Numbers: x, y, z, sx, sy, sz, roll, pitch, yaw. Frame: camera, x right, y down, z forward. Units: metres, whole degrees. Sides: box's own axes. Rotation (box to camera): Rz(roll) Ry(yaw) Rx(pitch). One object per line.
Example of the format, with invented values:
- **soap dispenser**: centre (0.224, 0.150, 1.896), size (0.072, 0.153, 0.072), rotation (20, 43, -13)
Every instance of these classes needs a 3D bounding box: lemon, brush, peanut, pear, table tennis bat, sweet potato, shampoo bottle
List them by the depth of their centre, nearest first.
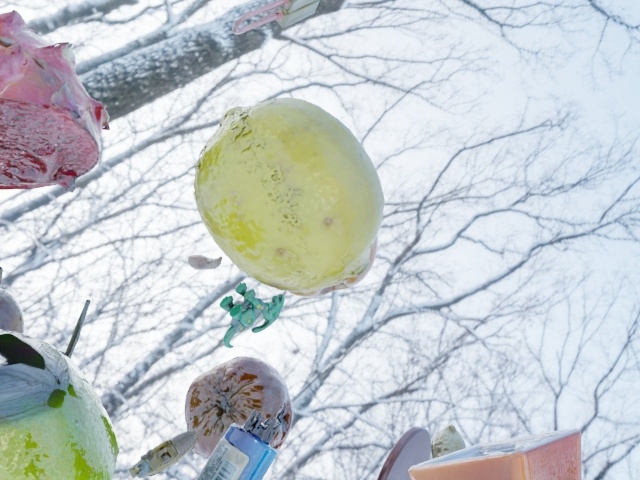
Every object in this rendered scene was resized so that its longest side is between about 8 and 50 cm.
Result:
- **pear**: centre (-0.446, 0.216, 0.832), size (0.398, 0.398, 0.165), rotation (23, -67, 30)
- **shampoo bottle**: centre (-0.117, 0.306, 0.885), size (0.087, 0.183, 0.050), rotation (16, -23, 45)
- **lemon**: centre (-0.039, -0.060, 0.983), size (0.310, 0.258, 0.258), rotation (51, -39, -14)
- **brush**: centre (-0.095, -0.501, 1.486), size (0.047, 0.233, 0.103), rotation (52, -28, 5)
- **peanut**: centre (0.296, 0.513, 1.565), size (0.099, 0.214, 0.100), rotation (2, -57, 3)
- **table tennis bat**: centre (0.181, 0.663, 1.729), size (0.051, 0.415, 0.268), rotation (16, -32, 32)
- **sweet potato**: centre (-0.345, 0.067, 2.072), size (0.214, 0.050, 0.050), rotation (1, -61, 52)

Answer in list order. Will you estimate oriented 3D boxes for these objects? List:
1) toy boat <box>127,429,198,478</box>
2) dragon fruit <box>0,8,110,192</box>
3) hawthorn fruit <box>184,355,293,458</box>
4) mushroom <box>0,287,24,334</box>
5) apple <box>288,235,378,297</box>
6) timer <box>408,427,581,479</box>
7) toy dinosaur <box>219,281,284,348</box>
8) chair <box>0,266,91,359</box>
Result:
- **toy boat**: centre (-0.309, 0.421, 1.343), size (0.047, 0.149, 0.049), rotation (46, -35, 27)
- **dragon fruit**: centre (-0.547, -0.239, 1.127), size (0.386, 0.371, 0.249), rotation (-13, -109, 23)
- **hawthorn fruit**: centre (-0.185, 0.391, 1.546), size (0.258, 0.258, 0.262), rotation (44, -27, 8)
- **mushroom**: centre (-0.830, 0.258, 1.515), size (0.345, 0.345, 0.260), rotation (24, -51, 29)
- **apple**: centre (0.000, 0.000, 1.385), size (0.242, 0.242, 0.241), rotation (-47, -133, 50)
- **timer**: centre (0.335, 0.445, 1.300), size (0.250, 0.257, 0.161), rotation (-7, -96, 46)
- **toy dinosaur**: centre (-0.122, 0.131, 1.178), size (0.059, 0.132, 0.096), rotation (31, -14, 51)
- **chair**: centre (-0.524, 0.219, 1.161), size (0.188, 0.166, 0.272), rotation (22, -59, -11)
